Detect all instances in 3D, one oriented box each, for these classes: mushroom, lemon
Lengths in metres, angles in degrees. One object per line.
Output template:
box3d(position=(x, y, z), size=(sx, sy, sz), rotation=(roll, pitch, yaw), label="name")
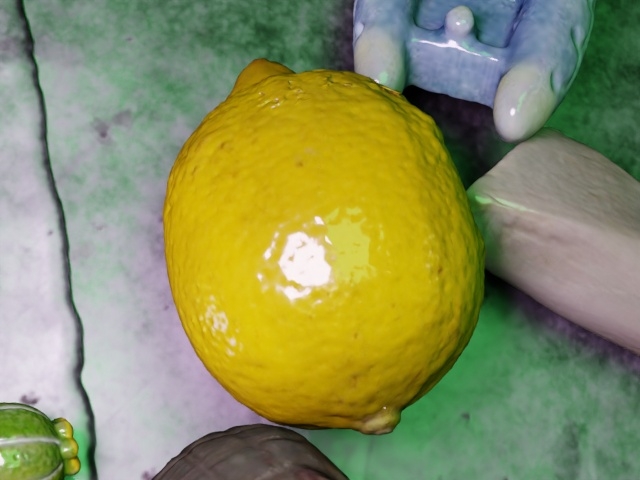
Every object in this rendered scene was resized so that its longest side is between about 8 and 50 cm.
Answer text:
box3d(position=(0.293, 0.032, 1.137), size=(0.407, 0.137, 0.154), rotation=(30, 24, -12), label="mushroom")
box3d(position=(0.000, 0.000, 0.993), size=(0.245, 0.245, 0.319), rotation=(-9, 70, -20), label="lemon")

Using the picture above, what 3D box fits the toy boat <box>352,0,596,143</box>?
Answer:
box3d(position=(0.145, -0.241, 1.139), size=(0.215, 0.123, 0.330), rotation=(15, 54, 10), label="toy boat")

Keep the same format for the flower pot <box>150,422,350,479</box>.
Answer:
box3d(position=(-0.038, 0.274, 0.858), size=(0.213, 0.302, 0.301), rotation=(-37, 86, -15), label="flower pot")

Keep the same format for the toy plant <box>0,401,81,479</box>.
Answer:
box3d(position=(-0.259, 0.170, 0.937), size=(0.162, 0.093, 0.092), rotation=(-10, 76, -20), label="toy plant")
